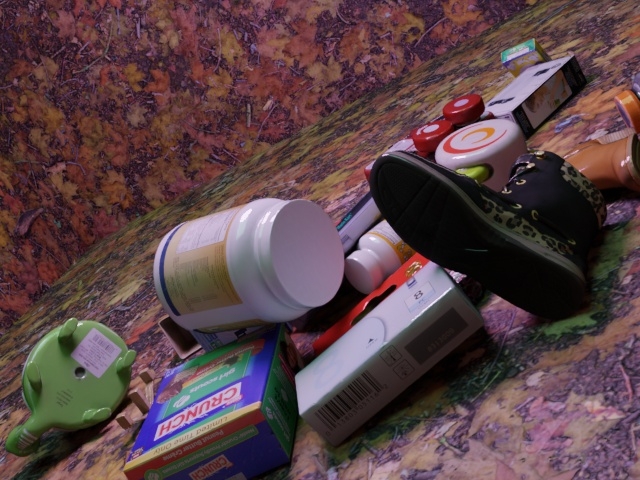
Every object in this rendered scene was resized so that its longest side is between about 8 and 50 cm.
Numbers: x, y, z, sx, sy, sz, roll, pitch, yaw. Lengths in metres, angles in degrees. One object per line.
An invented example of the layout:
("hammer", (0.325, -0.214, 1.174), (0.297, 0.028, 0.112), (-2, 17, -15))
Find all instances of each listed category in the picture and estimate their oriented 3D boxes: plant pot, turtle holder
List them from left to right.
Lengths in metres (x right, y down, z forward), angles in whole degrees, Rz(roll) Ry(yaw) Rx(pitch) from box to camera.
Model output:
("turtle holder", (-0.587, 0.355, 1.919), (0.227, 0.243, 0.320), (-33, 48, 59))
("plant pot", (-0.322, 0.213, 2.009), (0.109, 0.109, 0.096), (-33, 4, -2))

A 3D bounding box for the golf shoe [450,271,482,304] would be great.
("golf shoe", (0.274, 0.051, 1.447), (0.186, 0.067, 0.086), (-39, 17, -21))

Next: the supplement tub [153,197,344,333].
("supplement tub", (-0.135, 0.049, 1.517), (0.316, 0.228, 0.228), (-13, 25, 40))

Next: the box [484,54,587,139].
("box", (0.536, -0.360, 2.111), (0.290, 0.087, 0.169), (-41, 19, -27))

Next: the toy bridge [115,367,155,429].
("toy bridge", (-0.396, 0.355, 1.789), (0.026, 0.063, 0.188), (-27, 19, 16))

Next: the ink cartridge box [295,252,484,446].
("ink cartridge box", (0.090, 0.139, 1.396), (0.308, 0.091, 0.385), (-42, 17, 7))

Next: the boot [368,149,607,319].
("boot", (0.289, -0.061, 1.326), (0.284, 0.377, 0.138), (-43, -20, -47))

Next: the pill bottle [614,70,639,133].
("pill bottle", (0.701, -0.300, 1.570), (0.245, 0.130, 0.130), (-28, 17, 13))

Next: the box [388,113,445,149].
("box", (0.316, -0.296, 2.386), (0.220, 0.051, 0.175), (-31, 17, 5))

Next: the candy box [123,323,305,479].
("candy box", (-0.175, 0.305, 1.436), (0.268, 0.122, 0.317), (-26, 19, 13))

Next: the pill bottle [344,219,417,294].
("pill bottle", (0.147, 0.018, 1.658), (0.208, 0.118, 0.117), (-36, 16, -30))

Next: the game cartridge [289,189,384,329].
("game cartridge", (0.060, 0.013, 1.756), (0.355, 0.068, 0.230), (-46, -19, -39))

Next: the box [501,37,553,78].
("box", (0.592, -0.480, 2.261), (0.105, 0.179, 0.043), (-19, 57, 37))

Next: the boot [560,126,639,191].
("boot", (0.482, -0.118, 1.479), (0.220, 0.109, 0.283), (-24, 16, 22))

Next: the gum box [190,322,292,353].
("gum box", (-0.178, 0.176, 1.743), (0.184, 0.157, 0.041), (-30, 23, 5))

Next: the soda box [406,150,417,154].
("soda box", (0.222, -0.121, 1.851), (0.053, 0.169, 0.060), (-37, 17, -18))

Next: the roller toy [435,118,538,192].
("roller toy", (0.360, -0.163, 1.765), (0.209, 0.146, 0.191), (-29, 25, -11))

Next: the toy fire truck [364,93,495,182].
("toy fire truck", (0.279, -0.233, 1.998), (0.253, 0.169, 0.302), (7, 40, 48))
